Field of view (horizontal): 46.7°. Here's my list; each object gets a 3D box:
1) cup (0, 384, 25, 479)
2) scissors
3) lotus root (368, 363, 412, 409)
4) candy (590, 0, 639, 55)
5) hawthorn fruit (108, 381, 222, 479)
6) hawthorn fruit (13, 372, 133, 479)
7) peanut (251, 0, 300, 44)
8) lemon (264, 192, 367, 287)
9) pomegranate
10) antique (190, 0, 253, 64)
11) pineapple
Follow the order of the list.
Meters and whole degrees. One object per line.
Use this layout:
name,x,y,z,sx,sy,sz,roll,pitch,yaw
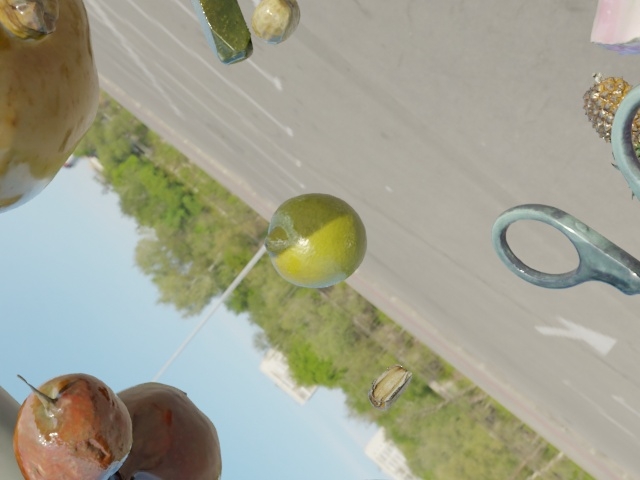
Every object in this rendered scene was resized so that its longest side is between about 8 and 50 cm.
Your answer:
cup,-0.516,0.354,1.086,0.371,0.253,0.253,42,176,0
scissors,0.346,0.060,0.647,0.383,0.029,0.256,47,138,11
lotus root,0.093,0.208,1.035,0.037,0.083,0.030,25,127,25
candy,0.655,-0.515,1.495,0.115,0.265,0.155,8,-176,-31
hawthorn fruit,-0.336,0.412,1.378,0.308,0.308,0.325,36,168,37
hawthorn fruit,-0.297,0.231,0.896,0.149,0.149,0.189,39,147,2
peanut,-0.086,-0.452,1.512,0.085,0.104,0.228,40,-168,-9
lemon,0.000,0.000,1.442,0.248,0.184,0.184,2,-154,-46
pomegranate,-0.441,-0.209,0.842,0.411,0.411,0.411,39,176,3
antique,-0.208,-0.466,1.505,0.081,0.080,0.221,153,96,-78
pineapple,0.499,-0.178,1.201,0.103,0.083,0.221,-35,75,47
